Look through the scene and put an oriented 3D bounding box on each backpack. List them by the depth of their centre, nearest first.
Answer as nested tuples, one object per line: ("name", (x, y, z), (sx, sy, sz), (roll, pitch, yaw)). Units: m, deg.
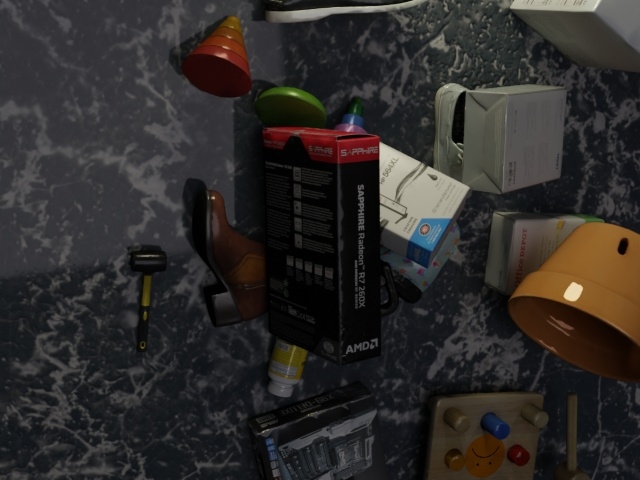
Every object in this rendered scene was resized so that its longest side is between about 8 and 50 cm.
("backpack", (0.180, 0.015, 1.801), (0.152, 0.115, 0.182), (38, 85, -22))

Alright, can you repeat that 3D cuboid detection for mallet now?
("mallet", (-0.316, 0.106, 1.678), (0.062, 0.039, 0.190), (9, 104, -23))

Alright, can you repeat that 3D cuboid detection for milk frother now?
("milk frother", (0.068, 0.105, 1.704), (0.129, 0.143, 0.135), (-7, 110, 20))

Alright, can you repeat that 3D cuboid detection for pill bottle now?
("pill bottle", (-0.063, 0.230, 1.788), (0.065, 0.065, 0.116), (12, 99, -23))

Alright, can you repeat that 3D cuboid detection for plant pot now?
("plant pot", (0.523, 0.102, 1.781), (0.291, 0.291, 0.203), (39, 71, -25))

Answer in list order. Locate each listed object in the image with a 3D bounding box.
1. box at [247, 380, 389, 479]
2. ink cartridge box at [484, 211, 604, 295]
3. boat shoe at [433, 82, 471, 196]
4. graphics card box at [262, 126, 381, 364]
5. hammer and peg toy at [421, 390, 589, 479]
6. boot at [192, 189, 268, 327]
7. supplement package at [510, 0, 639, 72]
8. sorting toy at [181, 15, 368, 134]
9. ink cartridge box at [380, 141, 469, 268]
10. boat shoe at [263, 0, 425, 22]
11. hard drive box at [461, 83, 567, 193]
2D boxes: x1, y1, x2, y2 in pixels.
("box", (0.007, 0.458, 1.864), (0.242, 0.076, 0.308), (-15, 108, -17))
("ink cartridge box", (0.448, 0.025, 1.918), (0.212, 0.093, 0.154), (-1, 103, -23))
("boat shoe", (0.261, -0.180, 1.800), (0.079, 0.081, 0.228), (-12, 107, -18))
("graphics card box", (0.000, 0.000, 1.592), (0.094, 0.232, 0.371), (-8, 103, -34))
("hammer and peg toy", (0.381, 0.429, 1.976), (0.361, 0.127, 0.266), (0, 101, -21))
("boot", (-0.077, 0.009, 1.712), (0.280, 0.096, 0.264), (-15, 106, -19))
("supplement package", (0.530, -0.445, 1.738), (0.199, 0.262, 0.198), (32, 91, -25))
("sorting toy", (-0.061, -0.277, 1.661), (0.365, 0.127, 0.126), (25, 64, -27))
("ink cartridge box", (0.140, -0.068, 1.708), (0.203, 0.086, 0.148), (28, 72, 12))
("boat shoe", (0.048, -0.436, 1.638), (0.302, 0.114, 0.091), (-13, 113, -19))
("hard drive box", (0.363, -0.193, 1.778), (0.232, 0.089, 0.181), (-14, 110, -48))
